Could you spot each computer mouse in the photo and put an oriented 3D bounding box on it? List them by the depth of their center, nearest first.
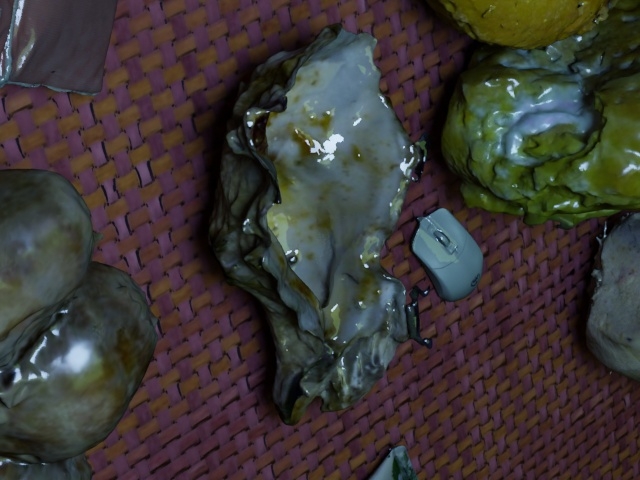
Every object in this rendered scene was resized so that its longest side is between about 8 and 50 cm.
[{"bbox_3d":[0.119,0.014,1.285,0.056,0.032,0.110,-51,130,-16],"label":"computer mouse"}]

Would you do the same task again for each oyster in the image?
[{"bbox_3d":[0.004,-0.004,1.114,0.198,0.133,0.337,-33,126,-31],"label":"oyster"}]

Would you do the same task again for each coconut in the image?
[{"bbox_3d":[0.360,0.066,1.416,0.194,0.194,0.194,-15,114,-37],"label":"coconut"}]

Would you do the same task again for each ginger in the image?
[{"bbox_3d":[-0.221,0.076,0.928,0.244,0.155,0.304,-41,134,-1],"label":"ginger"}]

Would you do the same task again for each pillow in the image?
[{"bbox_3d":[-0.199,-0.159,0.903,0.232,0.043,0.126,-8,111,-64],"label":"pillow"}]

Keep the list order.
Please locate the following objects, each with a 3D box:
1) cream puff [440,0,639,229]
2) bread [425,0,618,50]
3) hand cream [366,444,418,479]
[{"bbox_3d":[0.246,-0.090,1.210,0.282,0.282,0.185,-36,130,-26],"label":"cream puff"},{"bbox_3d":[0.152,-0.273,1.142,0.240,0.139,0.240,-15,114,-37],"label":"bread"},{"bbox_3d":[0.001,0.304,1.271,0.276,0.059,0.095,-44,131,-26],"label":"hand cream"}]
